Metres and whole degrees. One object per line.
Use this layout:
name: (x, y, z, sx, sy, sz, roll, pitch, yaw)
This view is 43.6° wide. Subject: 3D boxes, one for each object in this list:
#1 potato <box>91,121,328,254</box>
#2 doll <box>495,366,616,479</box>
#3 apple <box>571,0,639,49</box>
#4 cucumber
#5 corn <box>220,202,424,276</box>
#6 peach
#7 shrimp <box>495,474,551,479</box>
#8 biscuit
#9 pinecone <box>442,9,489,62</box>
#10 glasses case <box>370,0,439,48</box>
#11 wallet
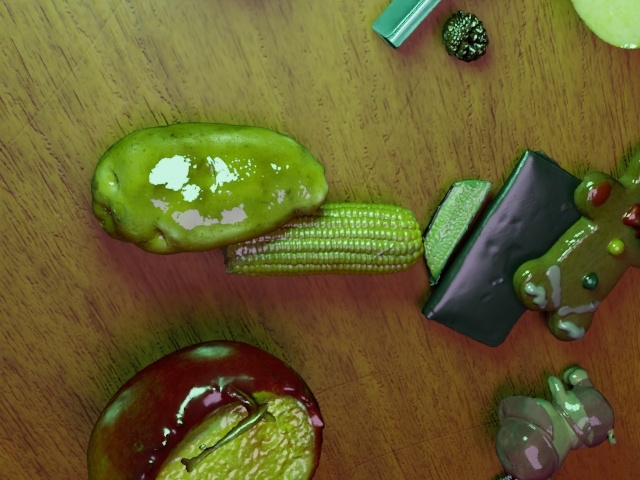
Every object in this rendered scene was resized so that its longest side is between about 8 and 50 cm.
potato: (-0.173, -0.087, 1.249, 0.368, 0.196, 0.177, -7, 129, -8)
doll: (0.469, 0.382, 1.639, 0.255, 0.152, 0.196, -25, 86, -18)
apple: (0.526, -0.462, 1.206, 0.313, 0.252, 0.309, -4, 127, -9)
cucumber: (0.226, -0.026, 1.451, 0.070, 0.046, 0.220, 21, 107, -19)
corn: (0.000, 0.000, 1.361, 0.344, 0.131, 0.131, -2, 115, -11)
peach: (-0.209, 0.344, 1.366, 0.406, 0.310, 0.335, -44, 130, -7)
shrimp: (0.450, 0.532, 1.768, 0.160, 0.034, 0.091, -20, 118, -4)
biscuit: (0.551, -0.010, 1.492, 0.432, 0.064, 0.283, -49, 126, 5)
pinecone: (0.236, -0.329, 1.296, 0.083, 0.077, 0.077, 12, 112, -37)
glasses case: (0.188, -0.415, 1.236, 0.056, 0.105, 0.266, 41, 100, -7)
wallet: (0.358, 0.022, 1.498, 0.197, 0.051, 0.378, 25, 104, -22)
